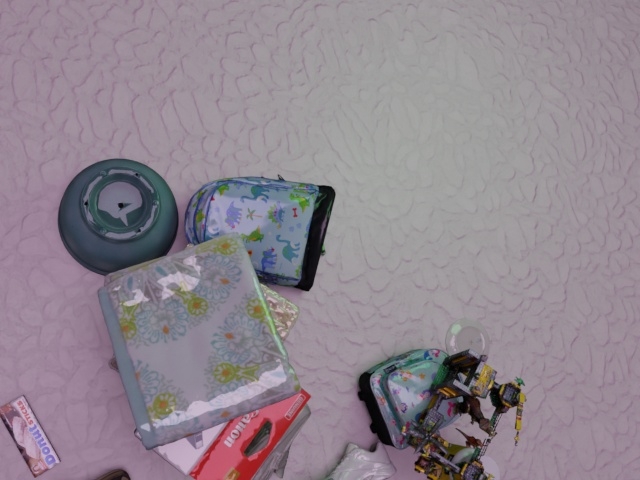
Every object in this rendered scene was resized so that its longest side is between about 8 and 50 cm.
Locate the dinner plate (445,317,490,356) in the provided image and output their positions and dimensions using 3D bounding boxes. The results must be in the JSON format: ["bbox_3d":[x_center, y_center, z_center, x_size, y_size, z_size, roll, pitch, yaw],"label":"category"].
[{"bbox_3d":[0.419,0.289,1.961,0.141,0.017,0.141,3,79,-18],"label":"dinner plate"}]

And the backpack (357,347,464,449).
[{"bbox_3d":[0.254,0.397,1.807,0.253,0.191,0.225,-19,85,-24],"label":"backpack"}]

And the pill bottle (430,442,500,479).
[{"bbox_3d":[0.364,0.588,1.785,0.119,0.208,0.119,3,78,-17],"label":"pill bottle"}]

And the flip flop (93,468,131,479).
[{"bbox_3d":[-0.567,0.589,1.568,0.277,0.080,0.112,-22,125,-32],"label":"flip flop"}]

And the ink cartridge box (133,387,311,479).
[{"bbox_3d":[-0.192,0.362,1.455,0.261,0.066,0.296,40,71,-6],"label":"ink cartridge box"}]

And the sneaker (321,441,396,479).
[{"bbox_3d":[0.073,0.580,1.773,0.232,0.090,0.115,-14,74,-25],"label":"sneaker"}]

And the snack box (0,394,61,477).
[{"bbox_3d":[-0.668,0.448,1.594,0.064,0.022,0.178,-30,89,-21],"label":"snack box"}]

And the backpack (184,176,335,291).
[{"bbox_3d":[-0.162,-0.035,1.736,0.355,0.273,0.290,15,95,-1],"label":"backpack"}]

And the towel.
[{"bbox_3d":[-0.252,0.189,1.402,0.320,0.090,0.375,-20,67,-8],"label":"towel"}]

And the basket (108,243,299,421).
[{"bbox_3d":[-0.269,0.230,1.631,0.331,0.266,0.328,33,71,-11],"label":"basket"}]

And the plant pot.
[{"bbox_3d":[-0.476,-0.069,1.658,0.292,0.196,0.293,3,79,-17],"label":"plant pot"}]

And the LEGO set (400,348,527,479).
[{"bbox_3d":[0.355,0.412,1.617,0.255,0.192,0.331,40,70,2],"label":"LEGO set"}]

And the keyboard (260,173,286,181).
[{"bbox_3d":[-0.089,-0.105,1.877,0.192,0.038,0.100,32,96,-10],"label":"keyboard"}]

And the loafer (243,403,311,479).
[{"bbox_3d":[-0.128,0.533,1.704,0.111,0.112,0.319,44,79,-10],"label":"loafer"}]

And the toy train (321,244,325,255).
[{"bbox_3d":[0.000,0.000,1.881,0.017,0.023,0.083,-13,83,-19],"label":"toy train"}]

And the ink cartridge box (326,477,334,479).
[{"bbox_3d":[-0.012,0.811,1.650,0.308,0.091,0.385,-28,91,-4],"label":"ink cartridge box"}]
